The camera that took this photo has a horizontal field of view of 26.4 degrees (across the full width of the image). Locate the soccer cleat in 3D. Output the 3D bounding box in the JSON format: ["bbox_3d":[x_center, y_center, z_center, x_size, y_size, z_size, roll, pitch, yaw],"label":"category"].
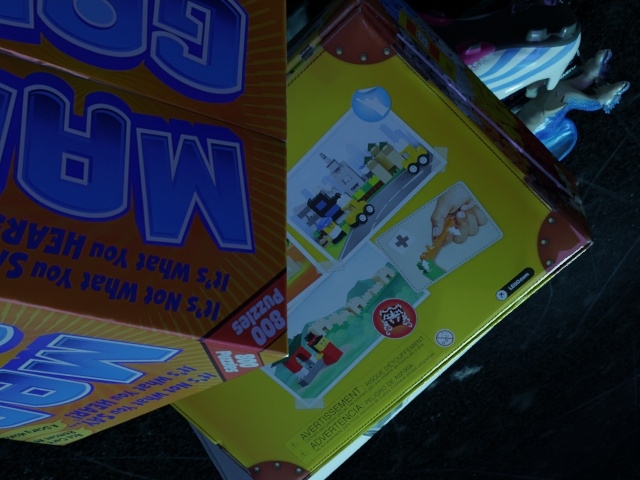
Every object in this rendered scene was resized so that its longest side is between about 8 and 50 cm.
[{"bbox_3d":[0.169,-0.217,1.696,0.331,0.116,0.143,-8,142,-16],"label":"soccer cleat"}]

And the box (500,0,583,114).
[{"bbox_3d":[0.244,-0.230,1.860,0.220,0.051,0.175,-37,150,3],"label":"box"}]

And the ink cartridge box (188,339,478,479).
[{"bbox_3d":[-0.008,0.130,1.886,0.395,0.285,0.166,-44,149,17],"label":"ink cartridge box"}]

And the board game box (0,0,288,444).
[{"bbox_3d":[-0.272,-0.062,1.098,0.356,0.356,0.356,15,153,-35],"label":"board game box"}]

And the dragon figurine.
[{"bbox_3d":[0.299,-0.153,1.887,0.289,0.085,0.144,-46,149,16],"label":"dragon figurine"}]

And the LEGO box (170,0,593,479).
[{"bbox_3d":[0.000,0.000,1.583,0.500,0.372,0.193,-42,-167,18],"label":"LEGO box"}]
